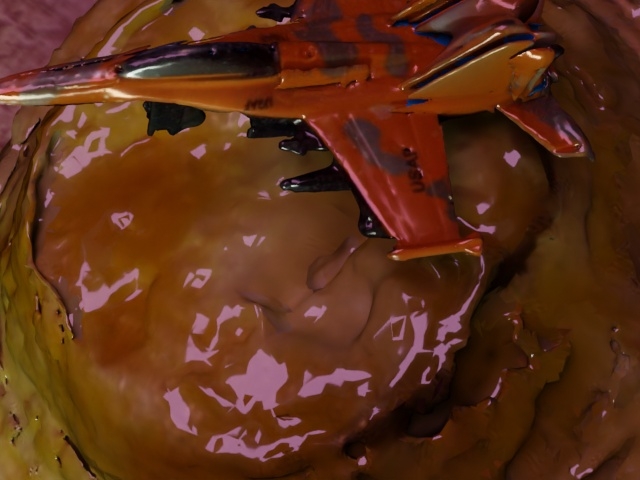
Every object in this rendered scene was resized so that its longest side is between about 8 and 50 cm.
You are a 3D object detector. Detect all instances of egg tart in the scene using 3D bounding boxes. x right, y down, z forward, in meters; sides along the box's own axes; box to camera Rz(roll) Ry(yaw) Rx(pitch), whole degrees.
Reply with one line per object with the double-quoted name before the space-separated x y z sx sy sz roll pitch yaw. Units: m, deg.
"egg tart" -0.003 -0.002 0.581 0.341 0.129 0.341 -7 66 16

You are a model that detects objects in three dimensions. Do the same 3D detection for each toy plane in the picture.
"toy plane" -0.009 -0.050 0.491 0.188 0.062 0.135 -10 67 -2
